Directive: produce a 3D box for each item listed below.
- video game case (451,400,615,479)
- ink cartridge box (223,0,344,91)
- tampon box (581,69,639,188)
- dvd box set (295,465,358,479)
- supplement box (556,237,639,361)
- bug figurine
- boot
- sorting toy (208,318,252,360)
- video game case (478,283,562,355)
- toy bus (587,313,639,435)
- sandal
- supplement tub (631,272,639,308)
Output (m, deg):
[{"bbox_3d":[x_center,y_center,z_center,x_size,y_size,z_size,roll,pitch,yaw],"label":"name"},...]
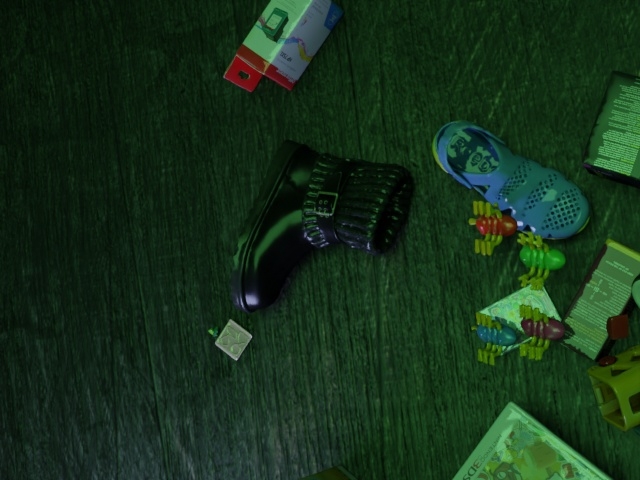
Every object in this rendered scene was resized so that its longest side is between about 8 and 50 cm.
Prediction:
[{"bbox_3d":[0.333,0.405,1.666,0.227,0.026,0.206,38,98,25],"label":"video game case"},{"bbox_3d":[-0.069,-0.371,1.967,0.078,0.134,0.231,38,99,21],"label":"ink cartridge box"},{"bbox_3d":[0.506,-0.179,1.720,0.101,0.120,0.161,20,91,22],"label":"tampon box"},{"bbox_3d":[0.043,0.505,1.663,0.307,0.420,0.062,41,103,22],"label":"dvd box set"},{"bbox_3d":[0.465,0.100,1.713,0.081,0.104,0.188,30,95,23],"label":"supplement box"},{"bbox_3d":[0.318,0.074,1.713,0.216,0.072,0.279,20,116,58],"label":"bug figurine"},{"bbox_3d":[-0.001,-0.002,1.898,0.260,0.131,0.348,20,91,23],"label":"boot"},{"bbox_3d":[-0.175,0.182,2.009,0.083,0.012,0.062,36,102,18],"label":"sorting toy"},{"bbox_3d":[0.345,0.133,1.807,0.122,0.011,0.087,-30,74,16],"label":"video game case"},{"bbox_3d":[0.522,0.215,1.625,0.191,0.104,0.202,22,92,-17],"label":"toy bus"},{"bbox_3d":[0.311,-0.107,1.784,0.317,0.138,0.126,32,94,20],"label":"sandal"},{"bbox_3d":[0.584,0.045,1.623,0.190,0.117,0.117,-39,68,-18],"label":"supplement tub"}]
